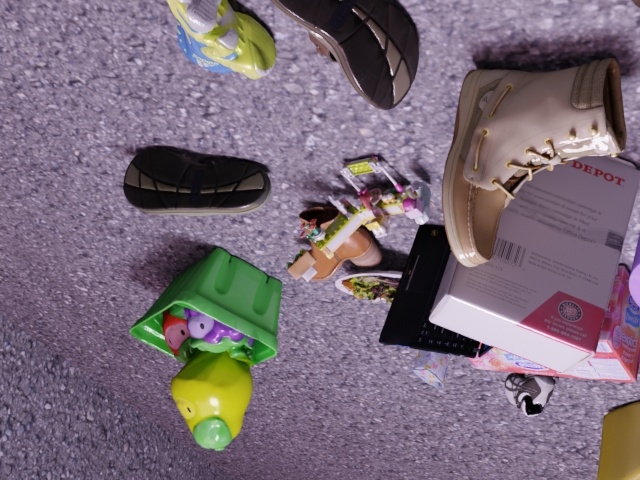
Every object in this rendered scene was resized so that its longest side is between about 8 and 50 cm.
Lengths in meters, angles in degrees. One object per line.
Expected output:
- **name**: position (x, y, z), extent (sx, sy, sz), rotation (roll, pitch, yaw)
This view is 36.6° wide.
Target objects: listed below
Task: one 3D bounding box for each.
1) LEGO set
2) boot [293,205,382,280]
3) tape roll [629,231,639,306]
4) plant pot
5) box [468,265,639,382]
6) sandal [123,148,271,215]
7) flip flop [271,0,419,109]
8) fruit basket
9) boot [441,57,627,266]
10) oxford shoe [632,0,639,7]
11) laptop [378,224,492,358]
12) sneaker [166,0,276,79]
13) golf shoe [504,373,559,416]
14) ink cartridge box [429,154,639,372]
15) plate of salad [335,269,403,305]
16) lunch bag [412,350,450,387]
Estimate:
- **LEGO set**: position (0.043, -0.048, 1.570), extent (0.287, 0.132, 0.107), rotation (-26, 125, 28)
- **boot**: position (0.000, 0.000, 1.766), extent (0.197, 0.073, 0.152), rotation (-14, 139, 32)
- **tape roll**: position (0.592, 0.051, 1.390), extent (0.274, 0.090, 0.275), rotation (17, 153, 9)
- **plant pot**: position (0.695, 0.431, 1.919), extent (0.212, 0.212, 0.187), rotation (23, 140, -3)
- **box**: position (0.385, 0.137, 1.647), extent (0.300, 0.142, 0.154), rotation (-1, 146, 38)
- **sandal**: position (-0.223, -0.087, 1.726), extent (0.302, 0.120, 0.086), rotation (10, 165, 22)
- **flip flop**: position (0.021, -0.273, 1.213), extent (0.277, 0.112, 0.080), rotation (36, 176, -31)
- **fruit basket**: position (-0.254, 0.247, 2.091), extent (0.283, 0.392, 0.392), rotation (30, 152, -17)
- **boot**: position (0.263, -0.095, 1.180), extent (0.203, 0.262, 0.095), rotation (0, 160, 34)
- **oxford shoe**: position (0.354, -0.292, 0.935), extent (0.096, 0.083, 0.227), rotation (22, 153, 10)
- **laptop**: position (0.224, 0.048, 1.498), extent (0.264, 0.234, 0.136), rotation (6, 149, 29)
- **sneaker**: position (-0.171, -0.297, 1.312), extent (0.126, 0.091, 0.240), rotation (-1, 146, 40)
- **golf shoe**: position (0.429, 0.327, 2.029), extent (0.077, 0.094, 0.198), rotation (21, 155, 0)
- **ink cartridge box**: position (0.294, 0.007, 1.316), extent (0.207, 0.283, 0.117), rotation (21, 157, 1)
- **plate of salad**: position (0.126, 0.098, 1.829), extent (0.199, 0.048, 0.200), rotation (4, 162, 1)
- **lunch bag**: position (0.243, 0.270, 2.084), extent (0.053, 0.071, 0.083), rotation (-9, 141, 44)
